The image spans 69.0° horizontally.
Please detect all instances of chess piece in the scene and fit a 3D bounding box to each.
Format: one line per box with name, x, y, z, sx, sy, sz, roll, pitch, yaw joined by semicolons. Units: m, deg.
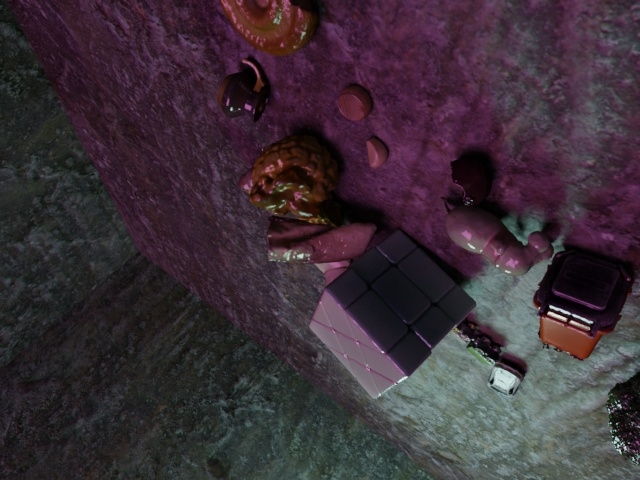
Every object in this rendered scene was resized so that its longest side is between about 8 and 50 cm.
chess piece;0.081;-0.323;1.097;0.083;0.038;0.084;30;148;22

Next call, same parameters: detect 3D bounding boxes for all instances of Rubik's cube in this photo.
Rubik's cube;0.195;0.221;1.374;0.322;0.316;0.319;45;153;15

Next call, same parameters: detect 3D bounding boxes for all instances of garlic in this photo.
garlic;-0.196;-0.183;1.585;0.159;0.102;0.147;33;139;-7
garlic;0.141;-0.218;1.167;0.053;0.041;0.083;27;143;52

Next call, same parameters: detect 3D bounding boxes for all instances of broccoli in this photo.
broccoli;0.770;0.393;1.040;0.270;0.270;0.270;40;-172;5

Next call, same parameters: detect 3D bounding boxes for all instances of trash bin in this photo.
trash bin;0.559;0.162;1.025;0.161;0.184;0.239;23;152;33

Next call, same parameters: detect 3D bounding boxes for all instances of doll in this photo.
doll;0.378;-0.005;1.061;0.275;0.113;0.155;28;-177;26

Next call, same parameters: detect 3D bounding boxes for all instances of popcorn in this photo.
popcorn;-0.083;-0.167;1.300;0.237;0.251;0.206;35;154;7

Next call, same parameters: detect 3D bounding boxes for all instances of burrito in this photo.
burrito;0.000;0.001;1.386;0.331;0.135;0.190;2;169;1

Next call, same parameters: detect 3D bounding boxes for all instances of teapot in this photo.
teapot;-0.205;-0.407;1.276;0.119;0.130;0.166;25;119;1

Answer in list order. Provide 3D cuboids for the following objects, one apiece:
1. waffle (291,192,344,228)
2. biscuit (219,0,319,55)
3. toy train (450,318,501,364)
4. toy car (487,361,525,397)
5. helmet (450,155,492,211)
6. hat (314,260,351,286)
waffle;-0.022;-0.111;1.520;0.237;0.059;0.243;29;152;16
biscuit;-0.132;-0.523;1.032;0.274;0.091;0.213;40;150;-1
toy train;0.475;0.311;1.461;0.202;0.060;0.081;42;158;5
toy car;0.598;0.459;1.518;0.095;0.056;0.205;25;147;26
helmet;0.331;-0.129;1.002;0.070;0.098;0.123;-27;116;28
hat;0.042;0.131;1.685;0.226;0.164;0.219;25;154;-13
